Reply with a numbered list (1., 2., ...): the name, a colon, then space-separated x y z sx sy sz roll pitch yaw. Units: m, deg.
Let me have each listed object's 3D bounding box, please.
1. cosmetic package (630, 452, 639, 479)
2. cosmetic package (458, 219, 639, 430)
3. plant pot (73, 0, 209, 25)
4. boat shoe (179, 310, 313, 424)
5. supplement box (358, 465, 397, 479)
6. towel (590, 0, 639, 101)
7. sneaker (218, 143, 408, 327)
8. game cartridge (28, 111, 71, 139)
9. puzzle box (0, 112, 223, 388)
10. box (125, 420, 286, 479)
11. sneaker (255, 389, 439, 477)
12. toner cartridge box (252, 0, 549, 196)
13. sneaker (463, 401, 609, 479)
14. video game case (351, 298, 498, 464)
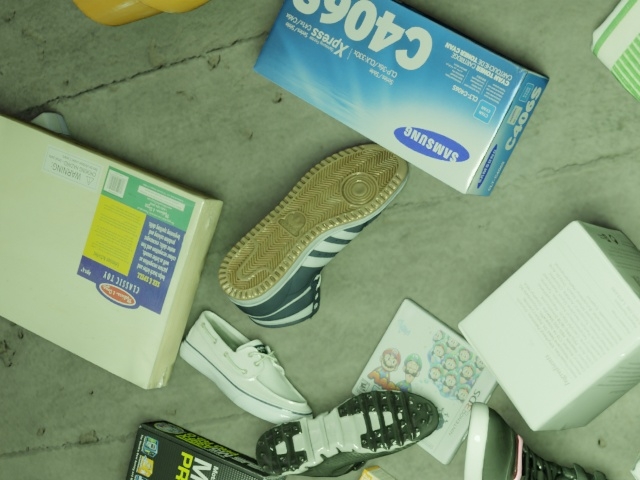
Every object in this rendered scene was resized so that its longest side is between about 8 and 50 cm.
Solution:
1. cosmetic package: 0.531 0.185 1.266 0.385 0.156 0.217 -42 82 24
2. cosmetic package: 0.286 0.097 1.429 0.183 0.151 0.151 -44 63 21
3. plant pot: -0.246 -0.384 1.751 0.188 0.205 0.205 -23 76 44
4. boat shoe: -0.095 0.166 1.693 0.226 0.083 0.076 29 103 29
5. supplement box: 0.086 0.334 1.607 0.098 0.036 0.062 32 105 27
6. towel: 0.476 -0.203 1.403 0.325 0.038 0.248 46 111 22
7. sneaker: 0.000 0.000 1.648 0.282 0.153 0.099 -39 64 -9
8. game cartridge: -0.488 -0.017 1.946 0.355 0.068 0.230 -29 70 26
9. puzzle box: -0.343 0.007 1.799 0.409 0.052 0.272 23 99 27
10. box: -0.178 0.405 1.745 0.216 0.060 0.270 19 98 30
11. sneaker: 0.043 0.243 1.604 0.234 0.106 0.078 -19 66 17
12. toner cartridge box: 0.092 -0.206 1.603 0.348 0.075 0.165 32 105 27
13. sneaker: 0.241 0.259 1.406 0.147 0.296 0.104 2 58 19
14. video game case: 0.131 0.173 1.597 0.157 0.019 0.143 36 105 27
